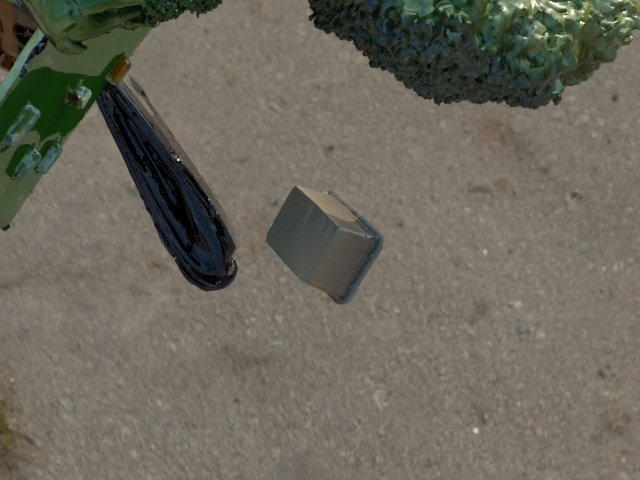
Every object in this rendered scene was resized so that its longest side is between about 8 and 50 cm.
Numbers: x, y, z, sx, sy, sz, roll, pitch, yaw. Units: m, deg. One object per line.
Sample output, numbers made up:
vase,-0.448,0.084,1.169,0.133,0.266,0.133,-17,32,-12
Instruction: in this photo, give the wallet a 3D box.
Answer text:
wallet,-0.174,-0.077,1.173,0.071,0.262,0.221,-30,11,3

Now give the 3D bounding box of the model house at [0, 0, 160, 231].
model house,-0.338,-0.231,0.925,0.313,0.242,0.357,27,66,1

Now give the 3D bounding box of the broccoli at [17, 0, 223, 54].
broccoli,-0.149,-0.216,0.688,0.156,0.195,0.195,-40,59,-8

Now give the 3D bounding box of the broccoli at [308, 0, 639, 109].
broccoli,0.188,-0.297,0.901,0.275,0.353,0.397,34,85,19

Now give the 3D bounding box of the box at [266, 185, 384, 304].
box,0.000,0.000,1.044,0.089,0.062,0.122,-60,40,14
